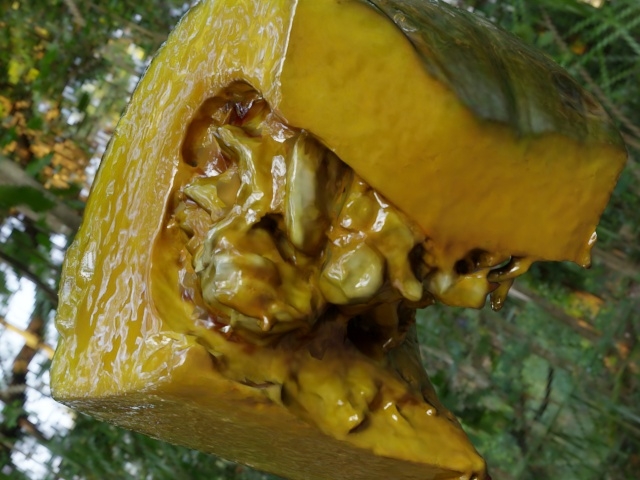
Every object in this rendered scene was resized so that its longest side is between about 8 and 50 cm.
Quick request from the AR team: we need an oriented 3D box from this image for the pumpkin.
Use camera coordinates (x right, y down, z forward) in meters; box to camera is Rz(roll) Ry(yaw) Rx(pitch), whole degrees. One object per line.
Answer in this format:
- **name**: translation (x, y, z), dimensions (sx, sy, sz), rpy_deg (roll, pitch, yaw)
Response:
- **pumpkin**: translation (0.000, 0.000, 0.623), dimensions (0.303, 0.225, 0.256), rpy_deg (-66, 28, 4)
